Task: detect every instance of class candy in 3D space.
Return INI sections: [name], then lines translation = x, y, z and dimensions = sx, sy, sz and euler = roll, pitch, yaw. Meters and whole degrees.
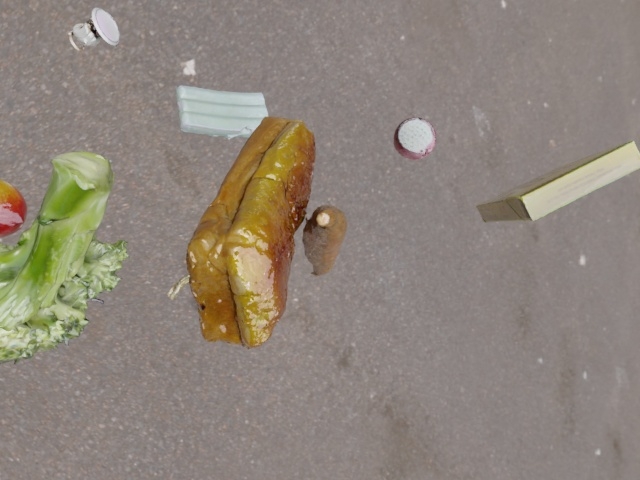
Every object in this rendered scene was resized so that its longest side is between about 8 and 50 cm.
[candy]
translation = 0.226, -0.245, 1.277
dimensions = 0.043, 0.103, 0.103
euler = 75, 25, -75

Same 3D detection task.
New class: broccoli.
[broccoli]
translation = -0.479, 0.049, 0.840
dimensions = 0.274, 0.397, 0.353
euler = 33, 59, -14

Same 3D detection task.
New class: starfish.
[starfish]
translation = -0.380, 0.073, 1.955
dimensions = 0.432, 0.324, 0.082
euler = -41, 101, -15

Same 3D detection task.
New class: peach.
[peach]
translation = -0.945, -0.087, 1.530
dimensions = 0.197, 0.197, 0.198
euler = 4, 84, -43

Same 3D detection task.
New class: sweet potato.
[sweet potato]
translation = 0.000, 0.000, 0.875
dimensions = 0.066, 0.314, 0.072
euler = -41, 80, -17

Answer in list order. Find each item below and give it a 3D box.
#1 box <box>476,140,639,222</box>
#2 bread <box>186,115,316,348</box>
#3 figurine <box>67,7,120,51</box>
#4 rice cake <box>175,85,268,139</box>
[box]
translation = 0.335, -0.075, 0.794
dimensions = 0.041, 0.153, 0.279
euler = 64, 5, 2
[bread]
translation = -0.074, -0.028, 0.755
dimensions = 0.380, 0.109, 0.185
euler = -76, 163, -51
[figurine]
translation = -0.787, -0.705, 1.828
dimensions = 0.132, 0.153, 0.132
euler = -17, 90, -73
[rice cake]
translation = -0.231, -0.308, 1.288
dimensions = 0.237, 0.043, 0.127
euler = -3, 68, -33
